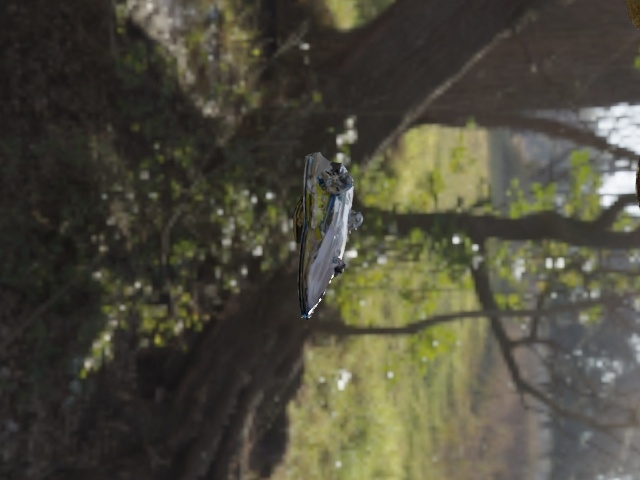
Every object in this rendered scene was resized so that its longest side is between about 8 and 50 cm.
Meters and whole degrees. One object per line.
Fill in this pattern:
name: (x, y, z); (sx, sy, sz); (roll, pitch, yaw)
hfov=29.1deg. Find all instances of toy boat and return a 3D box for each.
toy boat: (0.000, 0.000, 1.220); (0.210, 0.066, 0.084); (-79, 160, -47)

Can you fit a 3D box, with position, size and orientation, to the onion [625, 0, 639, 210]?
onion: (0.483, -0.112, 1.346); (0.358, 0.345, 0.358); (-161, -90, -87)
